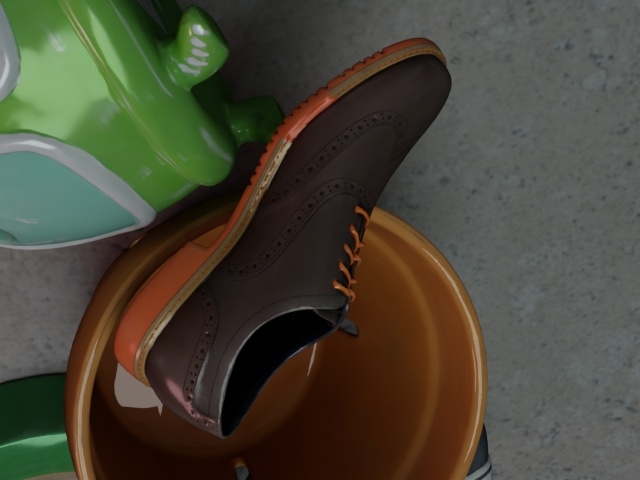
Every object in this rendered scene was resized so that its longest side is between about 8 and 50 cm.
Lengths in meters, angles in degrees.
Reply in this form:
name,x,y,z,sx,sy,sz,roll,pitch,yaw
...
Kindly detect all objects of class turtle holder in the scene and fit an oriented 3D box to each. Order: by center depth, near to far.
name,x,y,z,sx,sy,sz,roll,pitch,yaw
turtle holder,-0.171,-0.112,0.902,0.227,0.320,0.243,-30,95,5

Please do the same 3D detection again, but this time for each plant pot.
name,x,y,z,sx,sy,sz,roll,pitch,yaw
plant pot,-0.055,0.094,1.036,0.291,0.203,0.291,-4,101,-22

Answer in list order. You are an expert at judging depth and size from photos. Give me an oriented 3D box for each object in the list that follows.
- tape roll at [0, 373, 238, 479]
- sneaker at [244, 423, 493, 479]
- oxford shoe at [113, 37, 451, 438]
name,x,y,z,sx,sy,sz,roll,pitch,yaw
tape roll,-0.221,0.260,1.221,0.321,0.077,0.321,-8,125,-11
sneaker,0.007,0.194,1.174,0.321,0.126,0.127,-23,110,-39
oxford shoe,0.000,0.000,0.860,0.271,0.098,0.097,-51,150,1
